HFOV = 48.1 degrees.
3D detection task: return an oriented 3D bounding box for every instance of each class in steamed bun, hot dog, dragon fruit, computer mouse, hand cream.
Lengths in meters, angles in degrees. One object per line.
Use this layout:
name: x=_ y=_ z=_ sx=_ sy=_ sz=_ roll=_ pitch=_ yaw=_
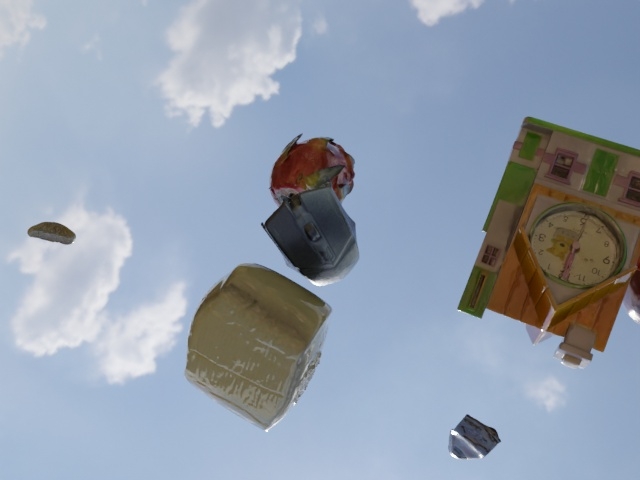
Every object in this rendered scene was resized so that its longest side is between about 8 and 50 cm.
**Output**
steamed bun: x=-0.093 y=0.149 z=1.092 sx=0.250 sy=0.200 sz=0.155 roll=-65 pitch=172 yaw=32
hot dog: x=-0.511 y=-0.018 z=1.367 sx=0.030 sy=0.090 sz=0.034 roll=-39 pitch=-131 yaw=37
dragon fruit: x=-0.015 y=-0.157 z=1.795 sx=0.224 sy=0.224 sz=0.227 roll=-2 pitch=-135 yaw=48
computer mouse: x=-0.001 y=0.003 z=1.065 sx=0.126 sy=0.231 sz=0.071 roll=-29 pitch=-127 yaw=0
hand cream: x=0.226 y=0.305 z=1.093 sx=0.062 sy=0.163 sz=0.039 roll=40 pitch=-110 yaw=16

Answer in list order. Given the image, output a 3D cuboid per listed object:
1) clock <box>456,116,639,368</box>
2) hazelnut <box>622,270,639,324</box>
clock: x=0.343 y=0.011 z=1.004 sx=0.235 sy=0.166 sz=0.310 roll=20 pitch=-111 yaw=14
hazelnut: x=0.642 y=0.007 z=1.121 sx=0.372 sy=0.315 sz=0.372 roll=-10 pitch=-108 yaw=34
